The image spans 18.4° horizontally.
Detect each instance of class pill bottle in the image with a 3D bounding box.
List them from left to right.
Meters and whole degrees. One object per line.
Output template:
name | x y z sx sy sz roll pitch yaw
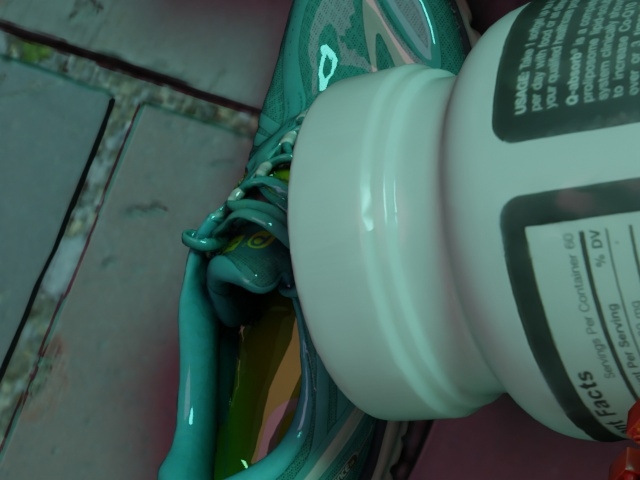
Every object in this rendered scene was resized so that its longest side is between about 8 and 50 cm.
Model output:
pill bottle | 0.140 -0.015 0.678 0.278 0.162 0.162 -8 73 28

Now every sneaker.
sneaker | 0.000 0.000 0.807 0.107 0.110 0.275 5 78 29

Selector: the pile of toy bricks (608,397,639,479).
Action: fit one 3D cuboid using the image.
pile of toy bricks | 0.186 0.124 0.623 0.212 0.118 0.105 19 54 -7
